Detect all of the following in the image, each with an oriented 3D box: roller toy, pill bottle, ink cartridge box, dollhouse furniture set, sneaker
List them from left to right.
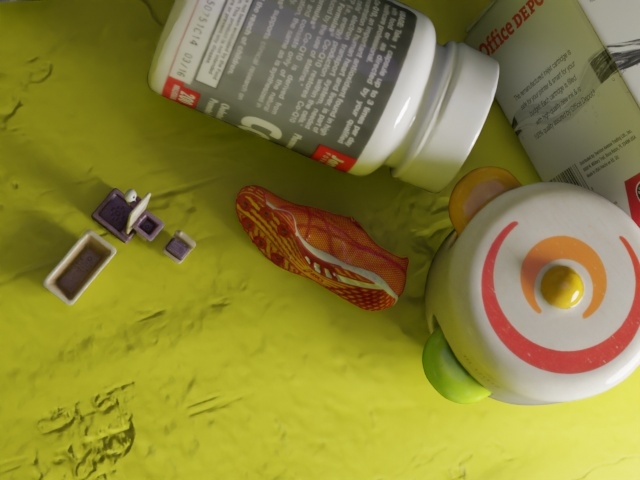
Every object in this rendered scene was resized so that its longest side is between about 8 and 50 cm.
[{"bbox_3d":[-0.173,0.012,0.976,0.091,0.081,0.114,38,70,-2],"label":"dollhouse furniture set"},{"bbox_3d":[0.000,0.000,1.044,0.175,0.064,0.067,33,50,-9],"label":"sneaker"},{"bbox_3d":[0.003,-0.155,1.024,0.283,0.161,0.161,23,71,-8],"label":"pill bottle"},{"bbox_3d":[0.197,0.047,1.015,0.191,0.146,0.209,8,79,-5],"label":"roller toy"},{"bbox_3d":[0.274,-0.133,1.067,0.114,0.197,0.272,-27,84,-20],"label":"ink cartridge box"}]

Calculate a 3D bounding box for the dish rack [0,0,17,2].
[{"bbox_3d":[-0.372,-0.290,1.015,0.272,0.074,0.208,-5,78,-17],"label":"dish rack"}]
